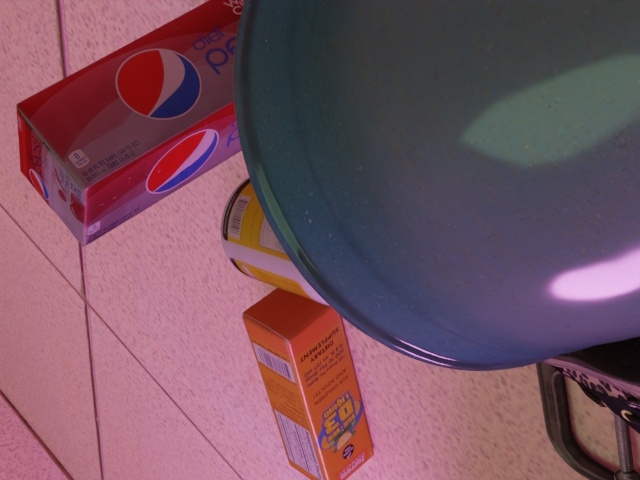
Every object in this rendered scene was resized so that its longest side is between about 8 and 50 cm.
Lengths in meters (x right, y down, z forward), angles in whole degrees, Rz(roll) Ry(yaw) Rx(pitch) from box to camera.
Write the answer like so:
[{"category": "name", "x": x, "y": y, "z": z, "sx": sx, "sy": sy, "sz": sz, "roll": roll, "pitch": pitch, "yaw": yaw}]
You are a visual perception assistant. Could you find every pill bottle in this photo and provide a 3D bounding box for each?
[{"category": "pill bottle", "x": 0.000, "y": 0.000, "z": 1.046, "sx": 0.184, "sy": 0.103, "sz": 0.103, "roll": 17, "pitch": 135, "yaw": 52}]

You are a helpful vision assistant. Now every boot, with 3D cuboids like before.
[{"category": "boot", "x": 0.231, "y": 0.103, "z": 0.794, "sx": 0.178, "sy": 0.085, "sz": 0.236, "roll": 44, "pitch": 177, "yaw": -16}]

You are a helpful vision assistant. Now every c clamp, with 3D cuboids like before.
[{"category": "c clamp", "x": 0.219, "y": 0.142, "z": 0.936, "sx": 0.137, "sy": 0.022, "sz": 0.161, "roll": 30, "pitch": 144, "yaw": 40}]

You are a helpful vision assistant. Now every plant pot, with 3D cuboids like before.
[{"category": "plant pot", "x": 0.135, "y": -0.085, "z": 0.519, "sx": 0.272, "sy": 0.271, "sz": 0.255, "roll": 59, "pitch": 153, "yaw": -8}]

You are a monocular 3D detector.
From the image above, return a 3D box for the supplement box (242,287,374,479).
[{"category": "supplement box", "x": -0.009, "y": 0.155, "z": 1.275, "sx": 0.080, "sy": 0.078, "sz": 0.233, "roll": 27, "pitch": 143, "yaw": 39}]

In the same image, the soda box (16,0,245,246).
[{"category": "soda box", "x": -0.090, "y": -0.109, "z": 0.885, "sx": 0.083, "sy": 0.263, "sz": 0.092, "roll": 48, "pitch": 153, "yaw": 14}]
